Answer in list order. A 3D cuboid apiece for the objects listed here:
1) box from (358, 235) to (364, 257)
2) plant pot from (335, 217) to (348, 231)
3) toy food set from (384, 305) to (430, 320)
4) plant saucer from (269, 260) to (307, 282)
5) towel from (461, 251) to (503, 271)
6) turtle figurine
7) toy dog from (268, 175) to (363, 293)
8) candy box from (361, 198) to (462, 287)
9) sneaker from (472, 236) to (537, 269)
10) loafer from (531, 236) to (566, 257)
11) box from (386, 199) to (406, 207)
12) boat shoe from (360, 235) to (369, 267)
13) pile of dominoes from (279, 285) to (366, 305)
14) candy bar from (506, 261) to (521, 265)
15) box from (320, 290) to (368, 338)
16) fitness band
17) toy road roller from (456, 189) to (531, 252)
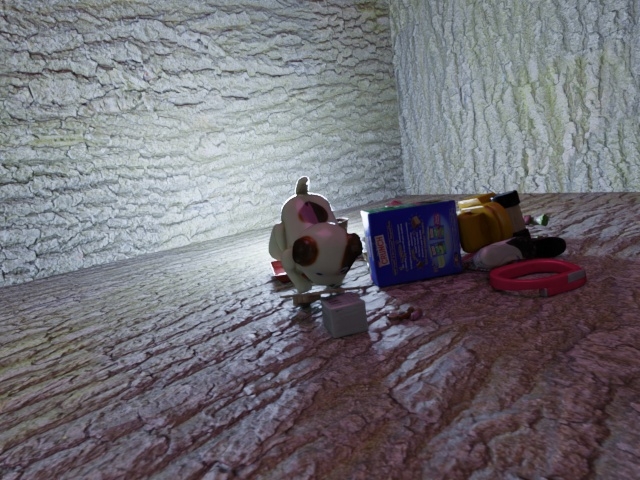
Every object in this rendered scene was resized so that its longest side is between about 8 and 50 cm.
[{"bbox_3d":[0.178,0.031,1.899,0.137,0.072,0.126,-14,13,-26],"label":"box"},{"bbox_3d":[0.067,-0.018,1.984,0.167,0.165,0.167,-8,11,1],"label":"plant pot"},{"bbox_3d":[0.242,0.205,1.123,0.122,0.019,0.078,-7,11,5],"label":"toy food set"},{"bbox_3d":[-0.080,0.117,1.711,0.259,0.047,0.258,-9,11,-11],"label":"plant saucer"},{"bbox_3d":[0.606,0.067,1.486,0.144,0.029,0.197,-22,14,-29],"label":"towel"},{"bbox_3d":[0.788,-0.067,1.689,0.266,0.274,0.197,12,55,48],"label":"turtle figurine"},{"bbox_3d":[0.000,0.000,1.410,0.285,0.395,0.408,3,21,-18],"label":"toy dog"},{"bbox_3d":[0.325,0.003,1.439,0.317,0.268,0.122,-9,8,-8],"label":"candy box"},{"bbox_3d":[0.624,0.042,1.357,0.237,0.085,0.086,-11,-8,-15],"label":"sneaker"},{"bbox_3d":[0.800,0.022,1.508,0.220,0.080,0.078,-5,12,11],"label":"loafer"},{"bbox_3d":[0.397,-0.040,1.637,0.300,0.142,0.154,25,22,15],"label":"box"},{"bbox_3d":[0.234,0.047,1.692,0.122,0.110,0.341,-13,13,16],"label":"boat shoe"},{"bbox_3d":[0.011,0.173,1.228,0.196,0.040,0.251,-2,-8,-36],"label":"pile of dominoes"},{"bbox_3d":[0.680,0.078,1.472,0.040,0.018,0.161,-12,11,-21],"label":"candy bar"},{"bbox_3d":[0.063,0.200,1.090,0.102,0.087,0.101,-10,11,-15],"label":"box"},{"bbox_3d":[0.672,0.111,1.239,0.291,0.054,0.209,-10,9,-17],"label":"fitness band"},{"bbox_3d":[0.595,-0.056,1.511,0.241,0.202,0.329,-19,3,-12],"label":"toy road roller"}]
